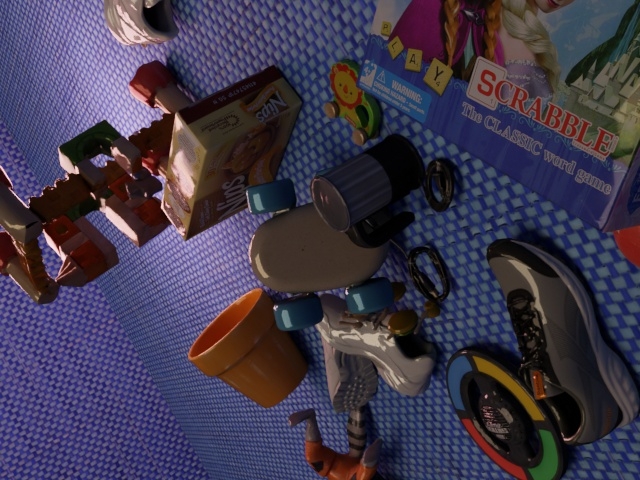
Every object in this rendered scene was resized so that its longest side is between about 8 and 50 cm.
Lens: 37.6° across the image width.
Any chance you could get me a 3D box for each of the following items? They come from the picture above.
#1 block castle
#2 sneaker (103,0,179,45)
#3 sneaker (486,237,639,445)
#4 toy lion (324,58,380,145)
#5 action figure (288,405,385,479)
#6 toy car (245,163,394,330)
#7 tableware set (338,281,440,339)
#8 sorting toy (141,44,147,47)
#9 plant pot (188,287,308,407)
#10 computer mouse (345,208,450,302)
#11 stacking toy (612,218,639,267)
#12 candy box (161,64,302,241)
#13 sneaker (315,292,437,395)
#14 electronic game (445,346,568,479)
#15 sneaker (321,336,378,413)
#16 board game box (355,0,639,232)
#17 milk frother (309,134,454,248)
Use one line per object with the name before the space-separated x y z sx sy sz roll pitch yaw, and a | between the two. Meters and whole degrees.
block castle | -0.439 -0.118 1.783 0.213 0.453 0.303 41 151 19
sneaker | -0.320 -0.475 1.595 0.152 0.114 0.305 16 137 38
sneaker | 0.275 0.119 1.118 0.271 0.108 0.100 59 157 3
toy lion | 0.046 -0.195 1.289 0.100 0.034 0.096 47 145 24
action figure | 0.110 0.474 1.827 0.341 0.178 0.330 7 135 27
toy car | 0.000 0.000 1.467 0.238 0.210 0.219 -83 -21 -84
tableware set | 0.109 0.106 1.431 0.154 0.104 0.024 2 135 38
sorting toy | -0.339 -0.400 1.792 0.083 0.012 0.062 48 148 31
plant pot | -0.133 0.234 1.918 0.188 0.205 0.205 48 157 -12
computer mouse | 0.093 -0.003 1.321 0.242 0.071 0.041 43 -175 -1
stacking toy | 0.398 0.065 0.802 0.309 0.130 0.279 23 137 52
candy box | -0.153 -0.134 1.539 0.087 0.183 0.316 54 155 13
sneaker | 0.093 0.140 1.500 0.232 0.090 0.115 32 134 11
electronic game | 0.265 0.254 1.354 0.229 0.048 0.229 42 150 32
sneaker | 0.045 0.220 1.702 0.095 0.090 0.235 54 154 42
board game box | 0.191 -0.220 0.808 0.319 0.066 0.318 37 123 38
milk frother | 0.085 -0.066 1.231 0.129 0.135 0.143 58 155 1
